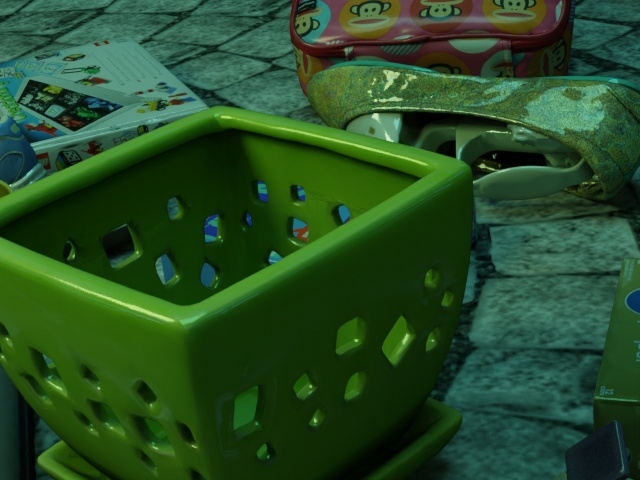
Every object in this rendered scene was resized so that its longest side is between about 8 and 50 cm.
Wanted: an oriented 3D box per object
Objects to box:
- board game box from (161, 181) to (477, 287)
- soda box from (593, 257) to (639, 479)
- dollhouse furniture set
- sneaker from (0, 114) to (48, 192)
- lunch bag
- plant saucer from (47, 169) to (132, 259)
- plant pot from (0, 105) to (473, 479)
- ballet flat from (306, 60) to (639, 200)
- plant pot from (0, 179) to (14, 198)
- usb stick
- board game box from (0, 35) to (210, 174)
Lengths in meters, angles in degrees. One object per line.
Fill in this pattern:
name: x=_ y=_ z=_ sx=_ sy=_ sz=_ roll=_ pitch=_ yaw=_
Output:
board game box: x=0.000 y=0.000 z=1.108 sx=0.210 sy=0.047 sz=0.160 roll=9 pitch=30 yaw=28
soda box: x=0.214 y=0.079 z=0.874 sx=0.058 sy=0.061 sz=0.181 roll=2 pitch=28 yaw=17
dollhouse furniture set: x=0.167 y=0.178 z=0.746 sx=0.081 sy=0.091 sz=0.114 roll=26 pitch=42 yaw=-25
sneaker: x=-0.348 y=-0.065 z=1.239 sx=0.211 sy=0.081 sz=0.080 roll=-8 pitch=25 yaw=16
lunch bag: x=0.123 y=-0.257 z=1.438 sx=0.293 sy=0.120 sz=0.258 roll=0 pitch=49 yaw=11
plant saucer: x=-0.223 y=-0.023 z=1.234 sx=0.168 sy=0.029 sz=0.168 roll=-7 pitch=25 yaw=3
plant pot: x=-0.054 y=0.063 z=0.812 sx=0.228 sy=0.207 sz=0.227 roll=19 pitch=36 yaw=41
ballet flat: x=0.121 y=-0.092 z=1.212 sx=0.349 sy=0.123 sz=0.123 roll=7 pitch=29 yaw=31
plant pot: x=-0.305 y=0.018 z=1.096 sx=0.134 sy=0.095 sz=0.134 roll=-5 pitch=26 yaw=3
usb stick: x=-0.228 y=0.132 z=0.899 sx=0.077 sy=0.045 sz=0.278 roll=-10 pitch=26 yaw=-8
board game box: x=-0.252 y=-0.144 z=1.461 sx=0.193 sy=0.053 sz=0.305 roll=-15 pitch=27 yaw=-17
